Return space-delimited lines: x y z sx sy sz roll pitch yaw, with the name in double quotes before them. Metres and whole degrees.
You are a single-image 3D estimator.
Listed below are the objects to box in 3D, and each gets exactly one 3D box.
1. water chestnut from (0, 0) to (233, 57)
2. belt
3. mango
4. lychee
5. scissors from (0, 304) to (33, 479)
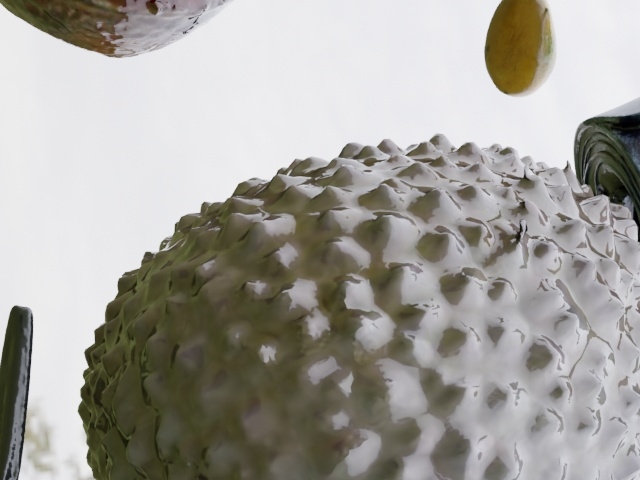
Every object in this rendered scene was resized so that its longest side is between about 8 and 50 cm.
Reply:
"water chestnut" -0.191 -0.343 1.493 0.302 0.350 0.350 -63 -145 26
"belt" 0.245 -0.030 1.209 0.190 0.082 0.141 79 -15 -66
"mango" 0.202 -0.200 1.656 0.079 0.057 0.114 25 -61 38
"lychee" 0.043 0.123 1.066 0.380 0.432 0.380 47 -20 24
"scissors" -0.191 0.148 0.984 0.088 0.017 0.220 -8 -106 54
